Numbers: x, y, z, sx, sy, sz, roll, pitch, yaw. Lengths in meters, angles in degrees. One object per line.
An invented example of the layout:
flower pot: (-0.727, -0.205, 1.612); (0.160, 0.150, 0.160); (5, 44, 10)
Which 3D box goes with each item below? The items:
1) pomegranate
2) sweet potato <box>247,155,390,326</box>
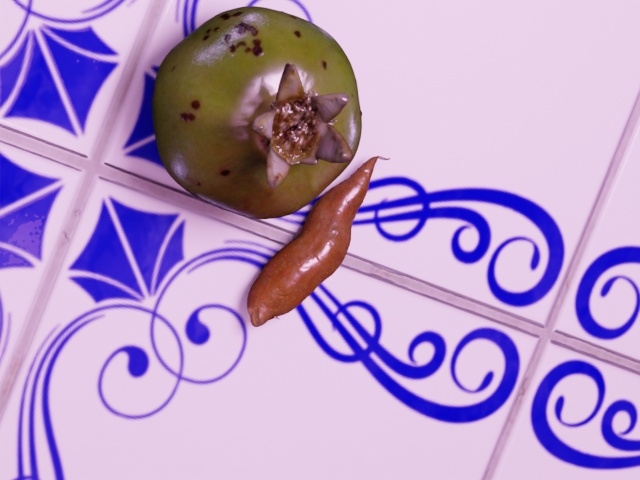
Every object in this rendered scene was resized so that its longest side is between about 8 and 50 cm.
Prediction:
pomegranate: (-0.043, -0.100, 1.624); (0.181, 0.224, 0.181); (-4, 105, -16)
sweet potato: (0.000, 0.000, 1.766); (0.056, 0.056, 0.195); (41, 80, -28)
